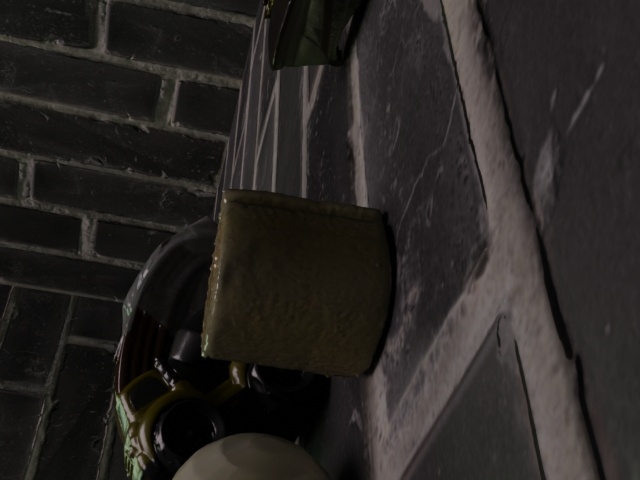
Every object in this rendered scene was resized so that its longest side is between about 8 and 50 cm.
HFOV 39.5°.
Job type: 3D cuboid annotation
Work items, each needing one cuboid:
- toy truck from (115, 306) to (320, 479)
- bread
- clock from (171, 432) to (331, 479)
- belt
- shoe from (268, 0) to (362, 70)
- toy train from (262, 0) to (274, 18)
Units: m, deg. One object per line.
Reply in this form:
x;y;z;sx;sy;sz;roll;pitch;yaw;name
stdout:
-0.114;0.156;0.910;0.165;0.224;0.147;47;149;20;toy truck
-0.023;0.037;0.747;0.148;0.141;0.134;-89;9;-45;bread
-0.085;0.355;0.733;0.325;0.184;0.342;122;151;-55;clock
-0.156;0.142;1.154;0.122;0.217;0.338;121;158;-63;belt
0.011;-0.308;1.015;0.274;0.098;0.103;114;155;-47;shoe
-0.028;-0.405;1.348;0.225;0.090;0.137;176;107;-80;toy train
